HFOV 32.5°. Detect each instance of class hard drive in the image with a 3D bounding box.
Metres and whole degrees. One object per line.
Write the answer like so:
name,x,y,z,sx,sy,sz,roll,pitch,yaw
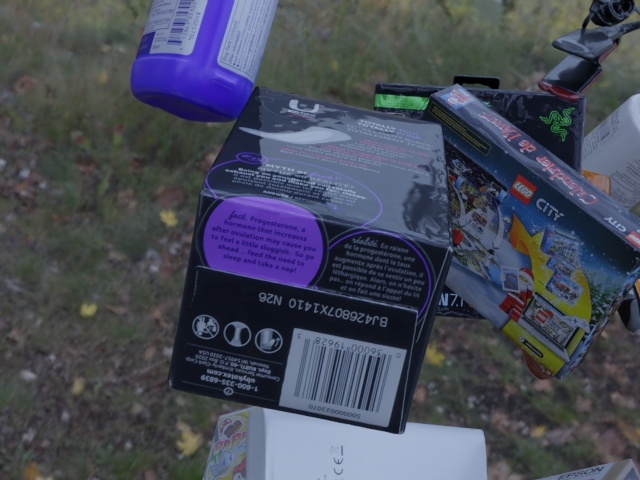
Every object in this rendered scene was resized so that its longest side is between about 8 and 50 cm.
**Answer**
hard drive,0.057,0.293,1.167,0.307,0.040,0.203,12,70,-36

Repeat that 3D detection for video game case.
video game case,-0.056,0.281,1.322,0.026,0.227,0.206,45,40,-33

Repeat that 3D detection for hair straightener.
hair straightener,0.276,-0.204,1.048,0.047,0.089,0.230,28,35,23

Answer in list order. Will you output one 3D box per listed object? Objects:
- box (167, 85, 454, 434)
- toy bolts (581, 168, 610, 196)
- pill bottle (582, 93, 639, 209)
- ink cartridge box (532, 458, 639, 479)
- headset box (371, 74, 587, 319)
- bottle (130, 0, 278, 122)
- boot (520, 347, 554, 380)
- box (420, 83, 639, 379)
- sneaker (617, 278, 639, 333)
box,0.000,0.000,0.803,0.165,0.143,0.270,13,23,0
toy bolts,0.271,-0.039,1.531,0.228,0.158,0.218,15,4,-13
pill bottle,0.449,-0.109,1.693,0.131,0.229,0.131,21,46,-24
ink cartridge box,0.331,0.409,1.568,0.193,0.234,0.088,-27,91,-53
headset box,0.175,-0.051,1.296,0.246,0.283,0.131,5,-1,1
bottle,-0.081,-0.246,0.956,0.092,0.283,0.118,20,-7,-35
boot,0.304,0.131,1.603,0.059,0.084,0.158,-18,73,-6
box,0.168,-0.009,0.981,0.233,0.159,0.044,41,42,22
sneaker,0.483,0.057,1.841,0.083,0.084,0.215,-19,80,-2
